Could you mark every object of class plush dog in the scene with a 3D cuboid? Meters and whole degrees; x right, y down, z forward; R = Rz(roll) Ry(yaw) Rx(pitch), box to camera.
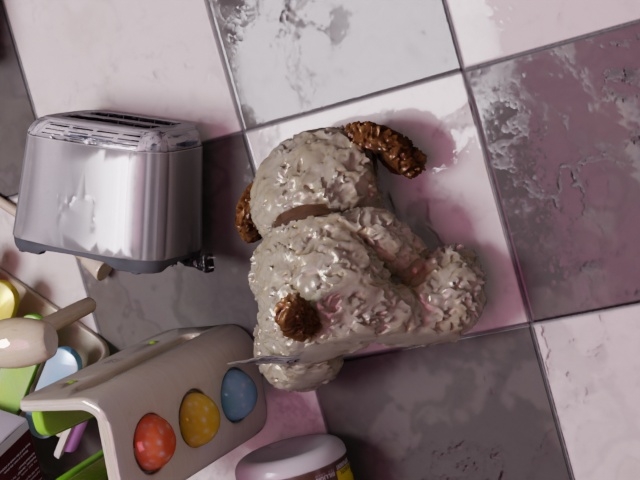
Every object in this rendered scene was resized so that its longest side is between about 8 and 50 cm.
[{"bbox_3d":[0.000,0.000,1.481,0.262,0.210,0.225,-22,64,28],"label":"plush dog"}]

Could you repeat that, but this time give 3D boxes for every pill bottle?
[{"bbox_3d":[-0.008,0.314,1.577,0.117,0.117,0.215,-11,97,29],"label":"pill bottle"}]

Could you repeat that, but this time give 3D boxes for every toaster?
[{"bbox_3d":[-0.208,-0.052,1.592,0.227,0.129,0.147,10,104,26],"label":"toaster"}]

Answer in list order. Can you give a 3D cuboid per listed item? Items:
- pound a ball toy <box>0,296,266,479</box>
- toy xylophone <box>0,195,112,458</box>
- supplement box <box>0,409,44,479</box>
[{"bbox_3d":[-0.177,0.144,1.510,0.135,0.319,0.208,-4,99,28],"label":"pound a ball toy"},{"bbox_3d":[-0.359,0.082,1.726,0.322,0.081,0.236,24,111,20],"label":"toy xylophone"},{"bbox_3d":[-0.373,0.294,1.738,0.130,0.073,0.239,13,130,28],"label":"supplement box"}]
